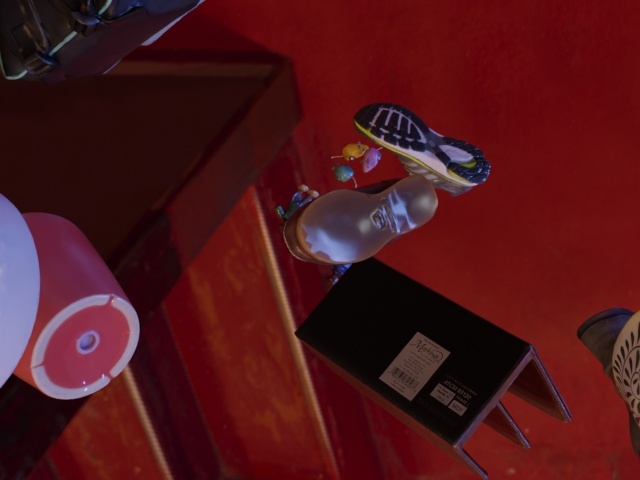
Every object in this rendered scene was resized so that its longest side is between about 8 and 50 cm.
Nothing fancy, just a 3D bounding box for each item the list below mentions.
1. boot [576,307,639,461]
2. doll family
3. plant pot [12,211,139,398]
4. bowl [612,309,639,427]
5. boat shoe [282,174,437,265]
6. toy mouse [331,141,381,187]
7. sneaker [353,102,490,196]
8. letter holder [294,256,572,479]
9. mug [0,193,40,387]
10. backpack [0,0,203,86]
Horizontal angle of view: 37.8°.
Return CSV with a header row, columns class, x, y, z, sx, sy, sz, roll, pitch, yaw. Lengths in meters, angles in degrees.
class,x,y,z,sx,sy,sz,roll,pitch,yaw
boot,0.412,0.219,1.002,0.118,0.223,0.338,-32,124,16
doll family,0.000,0.000,1.575,0.193,0.111,0.076,31,155,-6
plant pot,-0.447,0.119,1.557,0.243,0.275,0.275,32,140,39
bowl,0.290,0.118,0.654,0.170,0.080,0.170,11,128,14
boat shoe,0.033,-0.016,0.930,0.073,0.207,0.073,-14,90,43
toy mouse,0.079,-0.176,2.109,0.161,0.143,0.031,-16,129,25
sneaker,0.196,-0.177,1.943,0.300,0.111,0.121,31,146,0
letter holder,0.151,0.181,1.233,0.302,0.152,0.214,30,165,44
mug,-0.483,0.081,0.909,0.276,0.328,0.374,-23,70,20
backpack,-0.159,-0.220,0.630,0.166,0.144,0.188,-22,92,47
